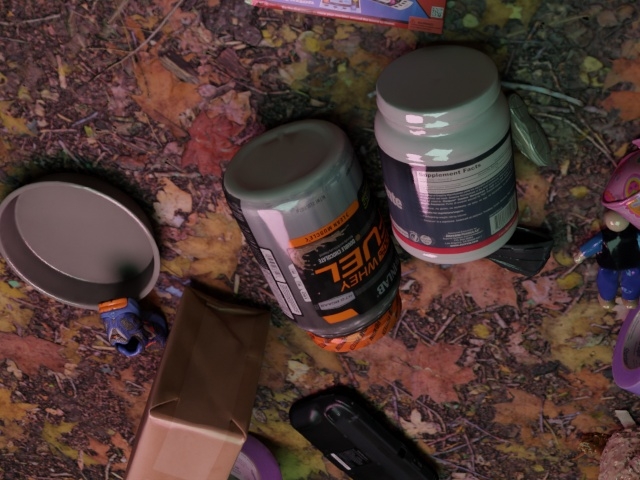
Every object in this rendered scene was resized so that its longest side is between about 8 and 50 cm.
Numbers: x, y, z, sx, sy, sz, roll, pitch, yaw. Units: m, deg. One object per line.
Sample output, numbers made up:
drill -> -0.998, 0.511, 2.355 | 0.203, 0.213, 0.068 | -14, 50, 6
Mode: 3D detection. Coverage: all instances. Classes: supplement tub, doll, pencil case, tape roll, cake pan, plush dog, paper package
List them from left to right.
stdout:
cake pan -> -0.410, -0.002, 2.067 | 0.293, 0.054, 0.293 | 7, 133, 8
paper package -> -0.224, 0.301, 2.121 | 0.168, 0.309, 0.325 | 16, 134, -7
tape roll -> -0.212, 0.487, 2.311 | 0.274, 0.275, 0.090 | 12, 133, 3
supplement tub -> 0.000, 0.000, 1.864 | 0.207, 0.207, 0.338 | -9, 129, 21
supplement tub -> 0.180, -0.119, 1.722 | 0.191, 0.191, 0.272 | -1, 131, 14
doll -> 0.461, 0.027, 1.886 | 0.129, 0.046, 0.189 | 0, 132, 12
plush dog -> 0.557, 0.448, 2.120 | 0.210, 0.225, 0.262 | 13, 133, 2
tape roll -> 0.540, 0.159, 1.888 | 0.080, 0.189, 0.189 | 23, 133, -7
pencil case -> 0.544, -0.027, 1.771 | 0.284, 0.124, 0.124 | 36, 130, -18

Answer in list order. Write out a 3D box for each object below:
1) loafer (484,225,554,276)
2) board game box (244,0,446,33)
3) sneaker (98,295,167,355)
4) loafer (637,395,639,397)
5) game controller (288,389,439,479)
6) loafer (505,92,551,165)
loafer -> 0.256, -0.011, 1.886 | 0.223, 0.076, 0.078 | 17, 128, -8
board game box -> 0.037, -0.368, 1.644 | 0.281, 0.027, 0.145 | 9, 132, 6
sneaker -> -0.333, 0.167, 2.136 | 0.083, 0.087, 0.221 | -10, 161, 14
loafer -> 0.590, 0.266, 2.063 | 0.148, 0.056, 0.050 | 31, 137, -15
game controller -> 0.083, 0.400, 2.319 | 0.166, 0.067, 0.319 | -18, 126, 45
loafer -> 0.294, -0.160, 1.765 | 0.039, 0.045, 0.125 | -11, 123, 44
